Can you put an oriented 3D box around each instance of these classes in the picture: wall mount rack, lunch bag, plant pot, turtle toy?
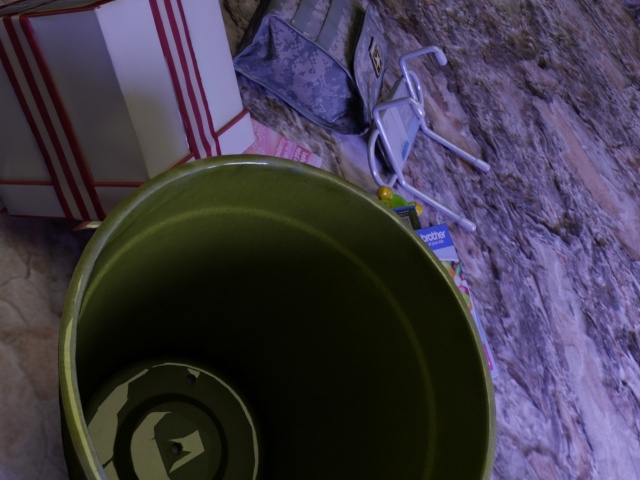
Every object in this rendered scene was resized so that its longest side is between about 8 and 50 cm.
[{"bbox_3d":[0.217,-0.192,1.289,0.304,0.130,0.350,62,37,-31],"label":"wall mount rack"},{"bbox_3d":[0.010,-0.357,1.236,0.287,0.169,0.235,31,48,-20],"label":"lunch bag"},{"bbox_3d":[-0.090,0.168,0.637,0.366,0.353,0.366,16,55,-24],"label":"plant pot"},{"bbox_3d":[0.123,-0.027,1.134,0.095,0.066,0.130,26,48,-26],"label":"turtle toy"}]

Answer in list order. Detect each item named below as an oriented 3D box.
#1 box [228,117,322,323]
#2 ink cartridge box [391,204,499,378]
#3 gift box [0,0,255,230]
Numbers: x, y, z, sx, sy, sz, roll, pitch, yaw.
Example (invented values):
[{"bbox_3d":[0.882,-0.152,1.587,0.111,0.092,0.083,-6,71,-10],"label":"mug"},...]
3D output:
[{"bbox_3d":[-0.117,-0.008,0.899,0.142,0.154,0.300,28,48,-14],"label":"box"},{"bbox_3d":[0.155,0.090,1.027,0.185,0.065,0.311,-11,77,-39],"label":"ink cartridge box"},{"bbox_3d":[-0.255,-0.147,0.759,0.255,0.258,0.276,5,34,27],"label":"gift box"}]
